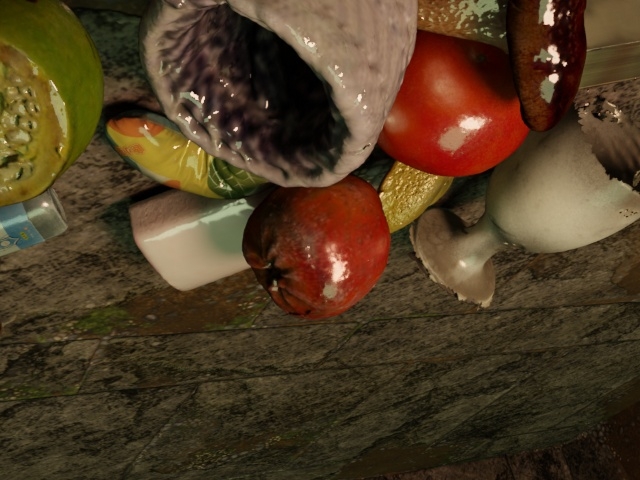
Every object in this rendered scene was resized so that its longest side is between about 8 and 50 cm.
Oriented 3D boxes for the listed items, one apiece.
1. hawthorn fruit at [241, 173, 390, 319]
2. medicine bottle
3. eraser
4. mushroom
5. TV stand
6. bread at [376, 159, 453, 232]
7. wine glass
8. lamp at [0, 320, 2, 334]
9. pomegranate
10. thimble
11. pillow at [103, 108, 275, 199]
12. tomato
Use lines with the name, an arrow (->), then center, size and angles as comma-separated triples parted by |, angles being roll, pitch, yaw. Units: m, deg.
hawthorn fruit -> 0.000, 0.000, 1.096 | 0.172, 0.173, 0.173 | -14, 154, -7
medicine bottle -> -0.406, -0.007, 1.117 | 0.208, 0.054, 0.090 | -20, 156, -6
eraser -> -0.088, -0.031, 1.227 | 0.270, 0.095, 0.174 | -21, 148, 6
mushroom -> 0.133, -0.209, 0.883 | 0.217, 0.148, 0.227 | -1, 112, 12
TV stand -> 0.343, -0.236, 1.082 | 0.269, 0.088, 0.083 | -11, 155, -12
bread -> 0.130, -0.067, 1.246 | 0.188, 0.065, 0.149 | -55, 161, -1
wine glass -> 0.297, -0.051, 1.316 | 0.190, 0.191, 0.357 | 6, 145, -39
lamp -> -0.543, 0.170, 1.338 | 0.214, 0.121, 0.121 | -42, 147, 18
pomegranate -> -0.299, -0.154, 0.804 | 0.240, 0.159, 0.190 | 29, 126, -20
thimble -> -0.034, -0.176, 0.819 | 0.217, 0.157, 0.245 | 6, 148, 28
pillow -> -0.115, -0.117, 1.035 | 0.214, 0.086, 0.233 | 19, 153, -34
tomato -> 0.137, -0.160, 1.001 | 0.195, 0.195, 0.136 | -3, 164, -26
